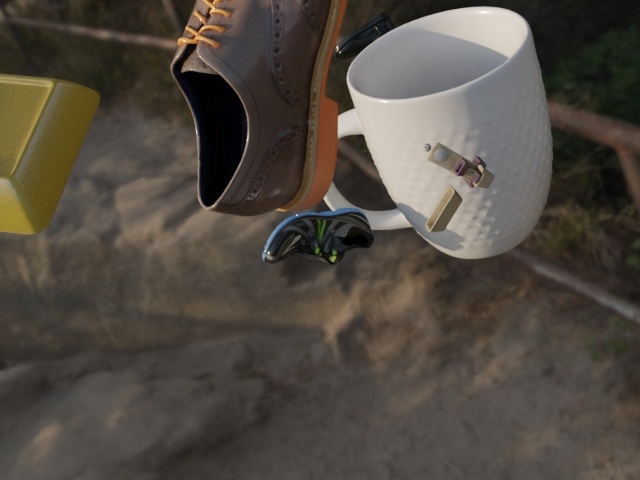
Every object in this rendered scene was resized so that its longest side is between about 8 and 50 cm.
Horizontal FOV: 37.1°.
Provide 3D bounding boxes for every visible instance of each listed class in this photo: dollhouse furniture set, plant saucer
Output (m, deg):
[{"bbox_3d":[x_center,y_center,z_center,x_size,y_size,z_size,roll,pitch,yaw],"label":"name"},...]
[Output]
[{"bbox_3d":[0.150,-0.064,1.214,0.114,0.081,0.091,-60,14,16],"label":"dollhouse furniture set"},{"bbox_3d":[-0.584,-0.177,1.624,0.332,0.081,0.333,6,53,7],"label":"plant saucer"}]

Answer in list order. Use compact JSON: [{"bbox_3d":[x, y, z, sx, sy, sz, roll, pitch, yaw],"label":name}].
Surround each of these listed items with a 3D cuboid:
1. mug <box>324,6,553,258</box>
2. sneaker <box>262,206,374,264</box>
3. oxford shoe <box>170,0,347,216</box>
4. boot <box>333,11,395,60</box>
[{"bbox_3d":[0.173,-0.136,1.481,0.374,0.328,0.276,-15,33,11],"label":"mug"},{"bbox_3d":[0.000,0.000,1.438,0.188,0.067,0.078,-13,53,-28],"label":"sneaker"},{"bbox_3d":[-0.061,-0.199,0.859,0.132,0.364,0.130,-13,14,-42],"label":"oxford shoe"},{"bbox_3d":[0.094,-0.311,1.583,0.121,0.099,0.045,-35,-13,5],"label":"boot"}]
